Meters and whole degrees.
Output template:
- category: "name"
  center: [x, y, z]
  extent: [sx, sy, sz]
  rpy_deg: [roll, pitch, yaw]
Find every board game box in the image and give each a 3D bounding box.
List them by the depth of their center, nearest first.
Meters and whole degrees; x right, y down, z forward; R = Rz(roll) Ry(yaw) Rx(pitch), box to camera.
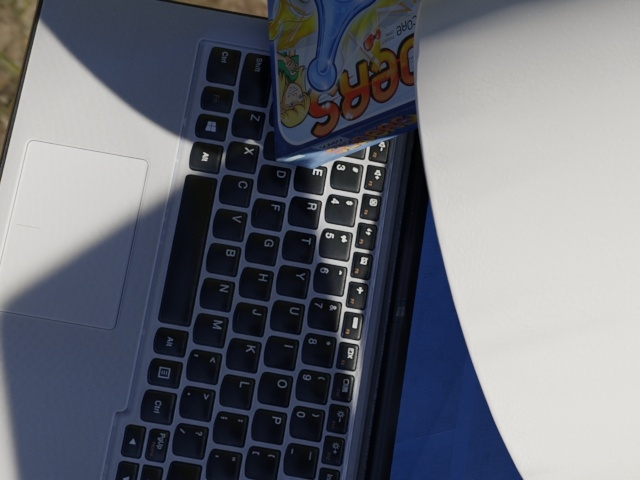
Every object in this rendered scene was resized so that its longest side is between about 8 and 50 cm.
- category: "board game box"
  center: [0.047, -0.134, 1.161]
  extent: [0.201, 0.035, 0.136]
  rpy_deg: [-20, 68, 45]

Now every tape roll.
- category: "tape roll"
  center: [0.156, -0.015, 0.827]
  extent: [0.169, 0.246, 0.246]
  rpy_deg: [-14, 71, 17]

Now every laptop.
- category: "laptop"
  center: [0.000, 0.000, 1.100]
  extent: [0.408, 0.236, 0.382]
  rpy_deg: [10, 67, -2]
